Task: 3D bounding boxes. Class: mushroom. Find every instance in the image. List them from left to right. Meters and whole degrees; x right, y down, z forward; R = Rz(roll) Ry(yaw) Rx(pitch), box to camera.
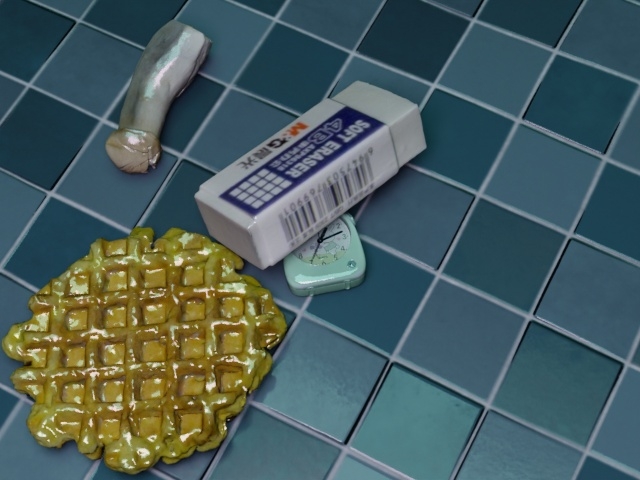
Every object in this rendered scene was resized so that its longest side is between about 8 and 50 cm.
[{"bbox_3d":[-0.219,-0.191,1.475,0.092,0.081,0.223,13,67,31],"label":"mushroom"}]

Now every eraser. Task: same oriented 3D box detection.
[{"bbox_3d":[-0.009,-0.086,1.375,0.279,0.081,0.124,-37,41,-22],"label":"eraser"}]

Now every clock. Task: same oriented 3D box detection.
[{"bbox_3d":[0.000,0.000,1.392,0.101,0.041,0.135,-9,63,-1],"label":"clock"}]

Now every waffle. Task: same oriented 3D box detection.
[{"bbox_3d":[-0.211,0.130,1.329,0.302,0.068,0.325,38,74,19],"label":"waffle"}]
